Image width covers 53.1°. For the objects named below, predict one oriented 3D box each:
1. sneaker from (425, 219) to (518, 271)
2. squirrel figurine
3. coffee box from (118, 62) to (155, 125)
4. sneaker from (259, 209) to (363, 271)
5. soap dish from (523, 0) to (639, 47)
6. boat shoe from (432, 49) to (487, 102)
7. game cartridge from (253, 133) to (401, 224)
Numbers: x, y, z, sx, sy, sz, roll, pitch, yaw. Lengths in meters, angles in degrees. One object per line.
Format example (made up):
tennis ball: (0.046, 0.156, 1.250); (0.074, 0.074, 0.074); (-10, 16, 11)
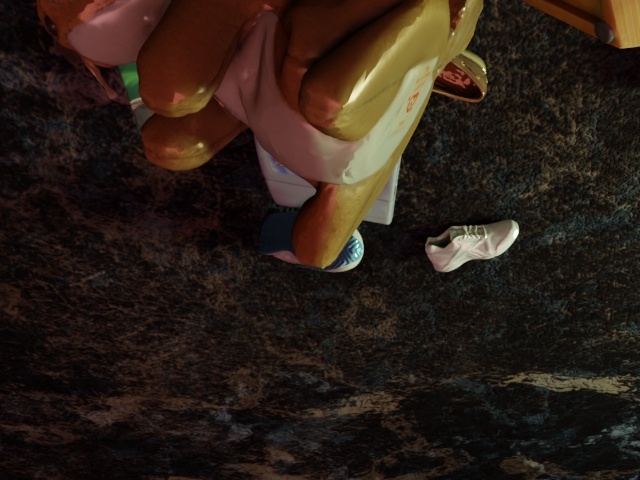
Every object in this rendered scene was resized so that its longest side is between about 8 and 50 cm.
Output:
sneaker: (0.238, 0.001, 1.019); (0.152, 0.053, 0.061); (-24, 127, 22)
squirrel figurine: (-0.054, -0.242, 0.618); (0.370, 0.397, 0.281); (32, 164, 13)
coffee box: (-0.197, -0.230, 0.796); (0.113, 0.040, 0.184); (-2, 134, 2)
sneaker: (0.000, 0.000, 0.937); (0.092, 0.229, 0.087); (12, 90, -32)
soap dish: (0.233, -0.325, 0.570); (0.118, 0.229, 0.291); (-32, 129, 5)
boat shoe: (0.131, -0.221, 0.794); (0.178, 0.060, 0.064); (18, 132, -16)
game cartridge: (0.011, -0.145, 0.840); (0.198, 0.062, 0.297); (7, 139, 6)
